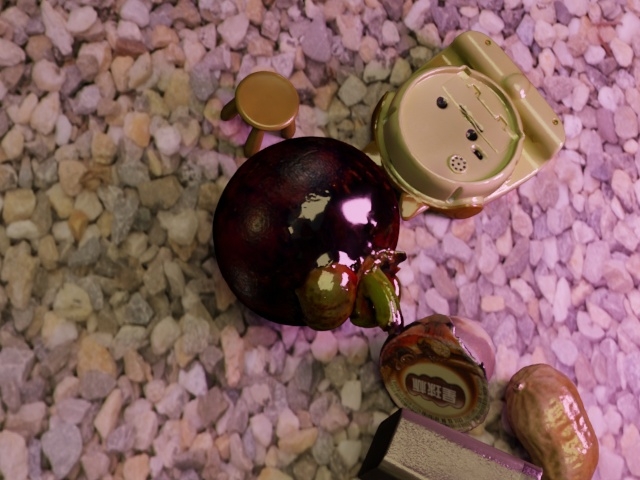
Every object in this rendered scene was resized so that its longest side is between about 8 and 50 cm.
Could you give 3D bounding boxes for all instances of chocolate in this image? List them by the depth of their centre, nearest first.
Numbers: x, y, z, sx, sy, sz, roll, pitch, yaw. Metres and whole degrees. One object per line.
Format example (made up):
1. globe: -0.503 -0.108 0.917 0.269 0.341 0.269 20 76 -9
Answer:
1. chocolate: 0.209 0.190 1.751 0.221 0.221 0.147 40 46 2

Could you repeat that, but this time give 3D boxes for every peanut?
1. peanut: 0.383 0.312 1.769 0.129 0.129 0.224 -21 75 -20

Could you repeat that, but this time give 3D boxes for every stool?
1. stool: -0.101 -0.220 1.841 0.135 0.110 0.134 15 67 -8

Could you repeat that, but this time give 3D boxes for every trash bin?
1. trash bin: 0.198 0.372 1.687 0.241 0.164 0.122 26 66 -1

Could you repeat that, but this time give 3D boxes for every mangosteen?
1. mangosteen: 0.000 0.000 1.665 0.306 0.306 0.359 -31 42 -22

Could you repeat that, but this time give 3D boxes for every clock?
1. clock: 0.237 -0.186 1.911 0.348 0.117 0.286 -36 83 -22
